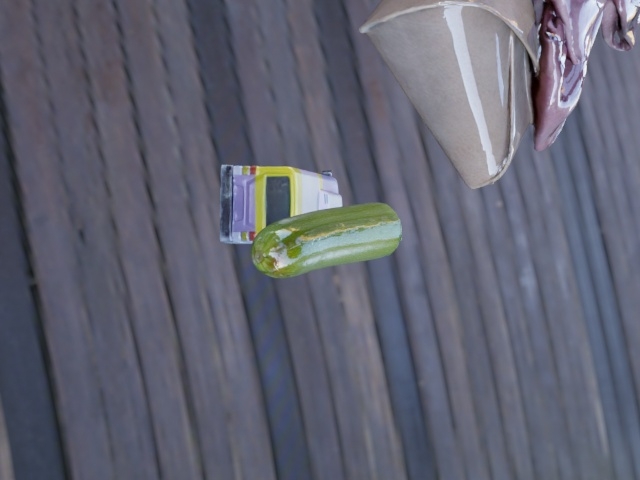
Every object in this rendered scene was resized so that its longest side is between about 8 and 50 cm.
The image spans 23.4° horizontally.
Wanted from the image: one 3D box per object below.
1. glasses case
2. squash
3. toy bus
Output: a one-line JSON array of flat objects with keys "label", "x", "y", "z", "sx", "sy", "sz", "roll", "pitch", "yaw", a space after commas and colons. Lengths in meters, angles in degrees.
[{"label": "glasses case", "x": 0.097, "y": -0.099, "z": 0.619, "sx": 0.102, "sy": 0.070, "sz": 0.193, "roll": 55, "pitch": 38, "yaw": -19}, {"label": "squash", "x": 0.000, "y": 0.000, "z": 0.679, "sx": 0.083, "sy": 0.027, "sz": 0.027, "roll": -10, "pitch": 86, "yaw": -49}, {"label": "toy bus", "x": -0.023, "y": -0.021, "z": 0.967, "sx": 0.102, "sy": 0.058, "sz": 0.052, "roll": 6, "pitch": 85, "yaw": -73}]
